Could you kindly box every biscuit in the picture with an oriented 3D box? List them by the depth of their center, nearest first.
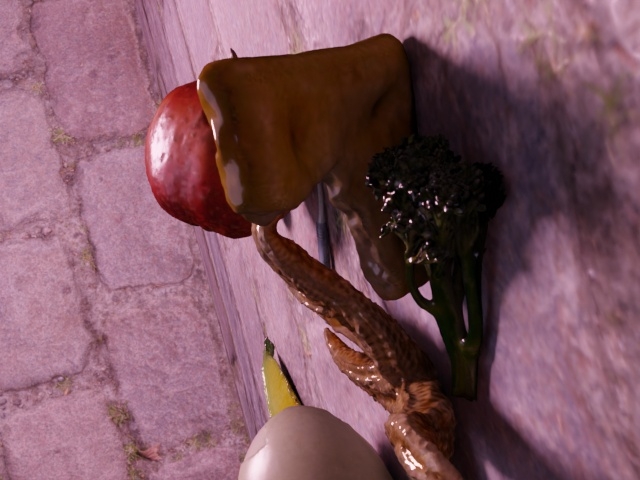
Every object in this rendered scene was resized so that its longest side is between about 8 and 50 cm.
[{"bbox_3d":[0.011,-0.035,0.427,0.039,0.183,0.174,1,104,40],"label":"biscuit"}]

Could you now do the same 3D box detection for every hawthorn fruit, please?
[{"bbox_3d":[-0.100,-0.108,0.774,0.179,0.179,0.200,-134,49,-64],"label":"hawthorn fruit"}]

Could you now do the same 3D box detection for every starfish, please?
[{"bbox_3d":[0.047,0.123,0.544,0.375,0.094,0.327,118,130,-83],"label":"starfish"}]

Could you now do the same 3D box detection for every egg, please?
[{"bbox_3d":[-0.004,0.282,0.747,0.183,0.183,0.217,163,100,-76],"label":"egg"}]

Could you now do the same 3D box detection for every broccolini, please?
[{"bbox_3d":[0.075,0.034,0.431,0.074,0.058,0.201,30,136,53],"label":"broccolini"}]

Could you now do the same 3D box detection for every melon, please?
[{"bbox_3d":[-0.070,0.280,1.281,0.262,0.053,0.114,-118,27,-43],"label":"melon"}]

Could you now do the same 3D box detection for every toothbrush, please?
[{"bbox_3d":[0.000,0.000,0.776,0.016,0.019,0.219,-134,32,-54],"label":"toothbrush"}]
